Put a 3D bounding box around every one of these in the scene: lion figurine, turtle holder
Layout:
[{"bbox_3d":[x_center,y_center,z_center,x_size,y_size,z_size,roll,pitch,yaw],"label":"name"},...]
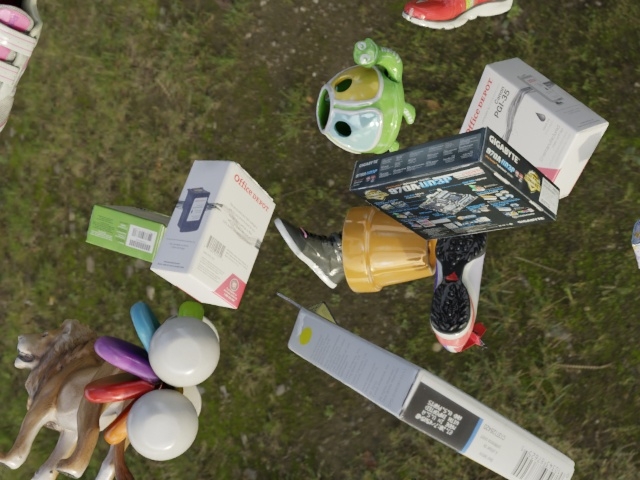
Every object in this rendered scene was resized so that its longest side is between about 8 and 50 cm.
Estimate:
[{"bbox_3d":[-0.316,0.218,1.000,0.392,0.142,0.240,-6,48,41],"label":"lion figurine"},{"bbox_3d":[0.124,-0.379,2.007,0.320,0.227,0.243,137,129,-67],"label":"turtle holder"}]

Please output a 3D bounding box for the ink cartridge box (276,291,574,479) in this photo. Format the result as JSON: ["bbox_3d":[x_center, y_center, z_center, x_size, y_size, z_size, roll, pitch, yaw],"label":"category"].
[{"bbox_3d":[0.111,0.190,0.906,0.307,0.303,0.072,17,77,56],"label":"ink cartridge box"}]

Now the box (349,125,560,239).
[{"bbox_3d":[0.176,-0.067,0.964,0.220,0.175,0.051,-10,59,47],"label":"box"}]

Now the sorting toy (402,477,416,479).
[{"bbox_3d":[0.151,0.491,1.106,0.046,0.274,0.132,-11,102,1],"label":"sorting toy"}]

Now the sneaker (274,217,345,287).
[{"bbox_3d":[0.000,0.000,2.049,0.147,0.296,0.104,-40,33,8],"label":"sneaker"}]

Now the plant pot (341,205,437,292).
[{"bbox_3d":[0.171,0.019,1.690,0.188,0.205,0.205,-2,91,21],"label":"plant pot"}]

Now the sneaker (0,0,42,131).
[{"bbox_3d":[-0.414,-0.249,0.902,0.111,0.103,0.252,-2,82,42],"label":"sneaker"}]

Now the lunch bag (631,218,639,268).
[{"bbox_3d":[0.652,0.002,1.432,0.053,0.083,0.071,-7,128,33],"label":"lunch bag"}]

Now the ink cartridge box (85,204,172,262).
[{"bbox_3d":[-0.433,-0.020,1.817,0.188,0.255,0.097,16,94,13],"label":"ink cartridge box"}]

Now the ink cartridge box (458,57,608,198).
[{"bbox_3d":[0.472,-0.251,1.642,0.283,0.117,0.207,48,141,32],"label":"ink cartridge box"}]

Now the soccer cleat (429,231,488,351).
[{"bbox_3d":[0.298,0.086,1.557,0.108,0.116,0.318,4,56,18],"label":"soccer cleat"}]

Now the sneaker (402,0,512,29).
[{"bbox_3d":[0.287,-0.524,1.504,0.107,0.279,0.118,47,151,40],"label":"sneaker"}]

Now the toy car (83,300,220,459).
[{"bbox_3d":[-0.193,0.150,0.817,0.136,0.159,0.182,17,86,-7],"label":"toy car"}]

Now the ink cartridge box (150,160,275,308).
[{"bbox_3d":[-0.200,-0.013,1.391,0.100,0.172,0.237,7,67,30],"label":"ink cartridge box"}]

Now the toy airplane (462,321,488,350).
[{"bbox_3d":[0.380,0.231,1.894,0.151,0.151,0.028,46,132,27],"label":"toy airplane"}]

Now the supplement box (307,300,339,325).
[{"bbox_3d":[-0.006,0.214,1.825,0.056,0.083,0.083,-24,103,29],"label":"supplement box"}]
